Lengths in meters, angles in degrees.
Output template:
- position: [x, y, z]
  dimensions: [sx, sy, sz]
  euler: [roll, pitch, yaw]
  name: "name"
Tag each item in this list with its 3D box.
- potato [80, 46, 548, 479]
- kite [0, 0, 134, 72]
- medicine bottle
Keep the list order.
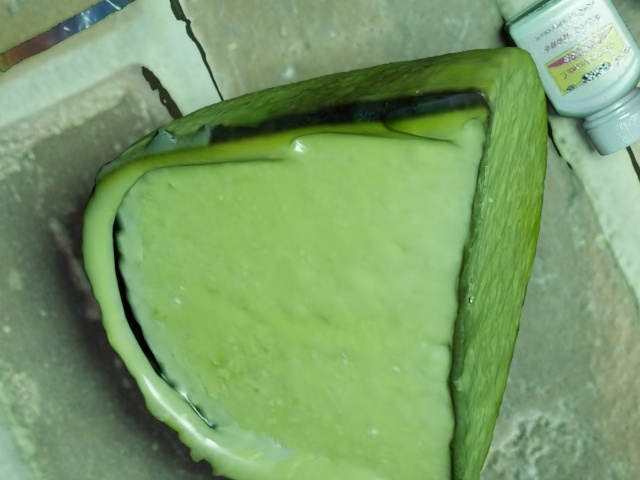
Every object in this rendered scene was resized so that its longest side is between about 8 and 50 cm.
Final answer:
- position: [0.000, 0.000, 1.258]
  dimensions: [0.280, 0.213, 0.330]
  euler: [8, 117, 15]
  name: "potato"
- position: [-0.104, -0.264, 1.280]
  dimensions: [0.360, 0.022, 0.204]
  euler: [-27, 99, 2]
  name: "kite"
- position: [0.191, -0.123, 1.285]
  dimensions: [0.074, 0.055, 0.118]
  euler: [-31, 99, 5]
  name: "medicine bottle"
